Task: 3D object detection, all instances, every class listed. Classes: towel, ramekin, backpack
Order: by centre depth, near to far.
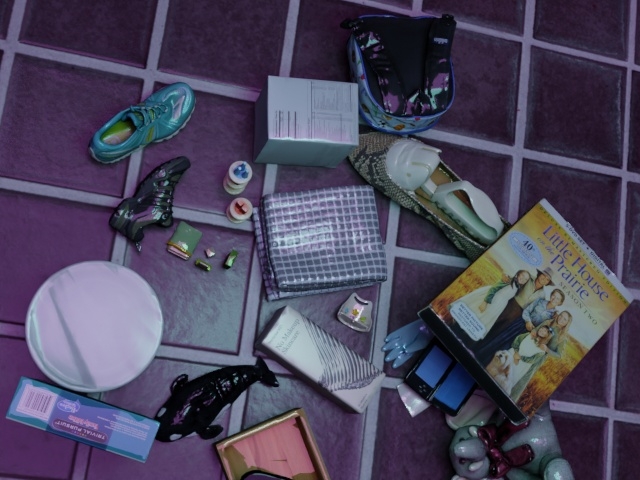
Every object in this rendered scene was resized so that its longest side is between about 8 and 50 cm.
[{"bbox_3d":[-0.469,0.181,1.780,0.273,0.127,0.273,3,80,-15],"label":"ramekin"},{"bbox_3d":[0.000,0.000,1.937,0.283,0.121,0.235,-6,81,-15],"label":"towel"},{"bbox_3d":[0.186,-0.380,2.006,0.276,0.213,0.263,-5,69,-9],"label":"backpack"}]

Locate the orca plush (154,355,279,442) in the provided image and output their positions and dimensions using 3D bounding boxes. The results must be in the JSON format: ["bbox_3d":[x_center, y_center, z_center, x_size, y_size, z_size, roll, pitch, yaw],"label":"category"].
[{"bbox_3d":[-0.223,0.344,1.826,0.287,0.102,0.151,-14,84,-16],"label":"orca plush"}]

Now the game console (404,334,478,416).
[{"bbox_3d":[0.285,0.303,1.944,0.124,0.085,0.144,41,78,-17],"label":"game console"}]

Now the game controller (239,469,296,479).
[{"bbox_3d":[-0.036,0.589,1.773,0.319,0.067,0.166,18,76,-10],"label":"game controller"}]

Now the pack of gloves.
[{"bbox_3d":[0.270,0.272,1.996,0.232,0.046,0.195,-26,86,-17],"label":"pack of gloves"}]

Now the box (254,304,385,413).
[{"bbox_3d":[-0.001,0.266,1.901,0.275,0.094,0.113,35,73,-7],"label":"box"}]

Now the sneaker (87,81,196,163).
[{"bbox_3d":[-0.388,-0.261,1.891,0.275,0.110,0.107,-38,91,-18],"label":"sneaker"}]

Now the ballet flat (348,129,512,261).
[{"bbox_3d":[0.285,-0.117,1.999,0.483,0.182,0.164,39,71,-5],"label":"ballet flat"}]

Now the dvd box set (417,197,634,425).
[{"bbox_3d":[0.446,0.140,1.820,0.420,0.062,0.307,-38,85,-29],"label":"dvd box set"}]

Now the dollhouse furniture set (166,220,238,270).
[{"bbox_3d":[-0.263,0.017,1.898,0.151,0.058,0.076,28,74,-8],"label":"dollhouse furniture set"}]

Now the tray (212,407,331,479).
[{"bbox_3d":[-0.062,0.591,1.839,0.203,0.076,0.411,-20,86,-17],"label":"tray"}]

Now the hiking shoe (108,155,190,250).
[{"bbox_3d":[-0.357,-0.086,1.892,0.227,0.086,0.114,-46,107,-12],"label":"hiking shoe"}]

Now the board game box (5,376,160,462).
[{"bbox_3d":[-0.451,0.341,1.646,0.253,0.336,0.079,21,75,-10],"label":"board game box"}]

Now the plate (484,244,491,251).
[{"bbox_3d":[0.464,0.130,2.002,0.278,0.045,0.277,3,116,-19],"label":"plate"}]

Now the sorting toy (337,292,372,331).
[{"bbox_3d":[0.084,0.162,1.972,0.083,0.045,0.075,30,67,-7],"label":"sorting toy"}]

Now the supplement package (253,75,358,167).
[{"bbox_3d":[-0.037,-0.264,1.936,0.203,0.194,0.149,2,79,-15],"label":"supplement package"}]

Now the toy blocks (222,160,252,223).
[{"bbox_3d":[-0.177,-0.109,1.896,0.054,0.148,0.123,-5,81,-15],"label":"toy blocks"}]

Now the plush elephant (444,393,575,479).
[{"bbox_3d":[0.394,0.456,1.900,0.255,0.330,0.272,-13,69,6],"label":"plush elephant"}]
